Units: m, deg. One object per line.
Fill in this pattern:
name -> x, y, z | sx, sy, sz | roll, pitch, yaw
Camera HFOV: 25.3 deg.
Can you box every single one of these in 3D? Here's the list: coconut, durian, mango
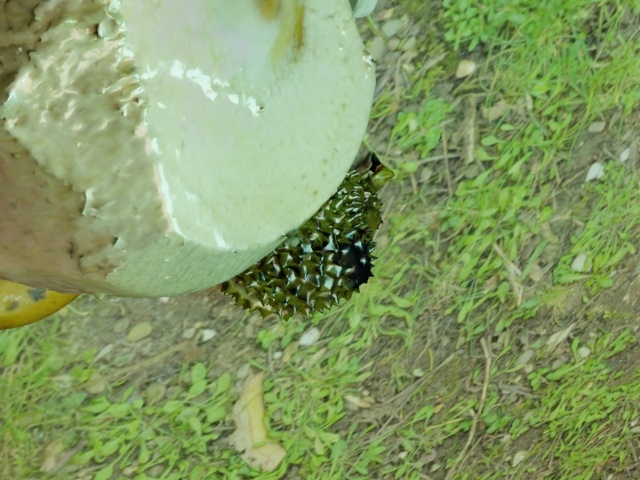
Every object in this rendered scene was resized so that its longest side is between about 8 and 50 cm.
coconut -> -0.181, -0.153, 1.077 | 0.404, 0.404, 0.405 | -23, 135, -25
durian -> 0.000, 0.000, 1.507 | 0.237, 0.138, 0.193 | -33, 138, -16
mango -> -0.276, 0.022, 1.327 | 0.178, 0.090, 0.115 | -39, 128, -3

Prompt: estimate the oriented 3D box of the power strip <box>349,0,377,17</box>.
power strip -> 0.054, -0.297, 1.374 | 0.030, 0.047, 0.191 | -5, 127, -43
